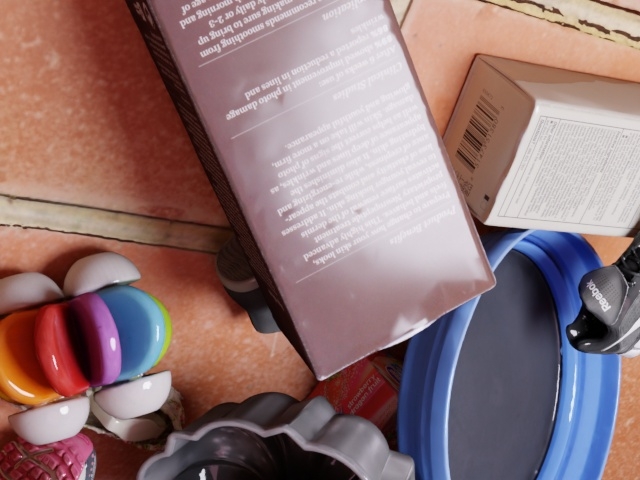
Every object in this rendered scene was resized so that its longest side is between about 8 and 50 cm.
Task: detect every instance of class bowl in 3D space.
[{"bbox_3d":[0.216,0.173,1.325,0.391,0.077,0.391,-7,100,-51],"label":"bowl"}]

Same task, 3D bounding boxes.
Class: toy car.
[{"bbox_3d":[-0.220,0.095,1.092,0.182,0.136,0.159,-15,85,-19],"label":"toy car"}]

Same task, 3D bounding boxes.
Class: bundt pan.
[{"bbox_3d":[-0.021,0.293,1.208,0.124,0.331,0.331,-45,152,-56],"label":"bundt pan"}]

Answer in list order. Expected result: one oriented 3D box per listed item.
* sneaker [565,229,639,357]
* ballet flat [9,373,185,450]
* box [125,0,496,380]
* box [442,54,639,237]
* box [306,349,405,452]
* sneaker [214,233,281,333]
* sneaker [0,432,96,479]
[{"bbox_3d":[0.334,0.045,1.271,0.106,0.078,0.234,-5,137,-28],"label":"sneaker"},{"bbox_3d":[-0.231,0.157,1.198,0.241,0.077,0.091,21,111,-36],"label":"ballet flat"},{"bbox_3d":[-0.007,-0.092,1.049,0.191,0.143,0.381,-27,112,-10],"label":"box"},{"bbox_3d":[0.295,-0.093,1.277,0.311,0.121,0.148,6,119,-31],"label":"box"},{"bbox_3d":[0.033,0.258,1.372,0.122,0.128,0.257,24,109,-38],"label":"box"},{"bbox_3d":[0.000,0.000,1.226,0.222,0.083,0.118,-33,145,-7],"label":"sneaker"},{"bbox_3d":[-0.294,0.310,1.254,0.112,0.121,0.299,-6,133,-42],"label":"sneaker"}]
